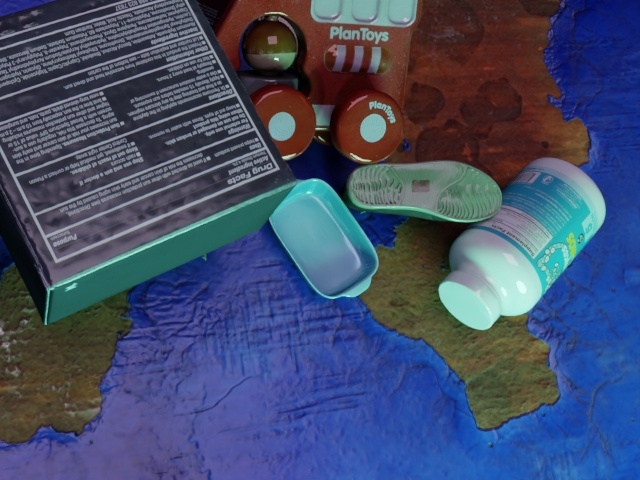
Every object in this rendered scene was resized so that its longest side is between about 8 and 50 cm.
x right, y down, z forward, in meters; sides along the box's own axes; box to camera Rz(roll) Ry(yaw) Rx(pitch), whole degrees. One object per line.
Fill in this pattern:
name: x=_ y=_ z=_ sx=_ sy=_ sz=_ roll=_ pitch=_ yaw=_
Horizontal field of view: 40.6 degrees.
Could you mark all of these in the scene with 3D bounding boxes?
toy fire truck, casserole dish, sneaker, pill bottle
toy fire truck: x=-0.015 y=-0.244 z=1.168 sx=0.302 sy=0.169 sz=0.254 roll=0 pitch=106 yaw=-20
casserole dish: x=0.000 y=0.000 z=1.227 sx=0.114 sy=0.037 sz=0.188 roll=-32 pitch=84 yaw=-24
sneaker: x=0.139 y=-0.071 z=1.235 sx=0.222 sy=0.118 sz=0.083 roll=7 pitch=88 yaw=-8
pill bottle: x=0.286 y=0.009 z=1.257 sx=0.146 sy=0.146 sz=0.264 roll=46 pitch=66 yaw=0

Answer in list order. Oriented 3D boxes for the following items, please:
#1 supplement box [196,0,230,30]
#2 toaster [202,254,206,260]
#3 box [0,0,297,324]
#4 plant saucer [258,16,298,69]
supplement box: x=-0.185 y=-0.405 z=1.209 sx=0.191 sy=0.194 sz=0.129 roll=22 pitch=67 yaw=-10
toaster: x=-0.227 y=-0.062 z=1.133 sx=0.168 sy=0.110 sz=0.185 roll=10 pitch=70 yaw=-13
box: x=-0.237 y=-0.106 z=0.982 sx=0.296 sy=0.183 sz=0.294 roll=-25 pitch=80 yaw=-24
plant saucer: x=0.004 y=-0.344 z=1.312 sx=0.199 sy=0.036 sz=0.198 roll=0 pitch=89 yaw=-3
